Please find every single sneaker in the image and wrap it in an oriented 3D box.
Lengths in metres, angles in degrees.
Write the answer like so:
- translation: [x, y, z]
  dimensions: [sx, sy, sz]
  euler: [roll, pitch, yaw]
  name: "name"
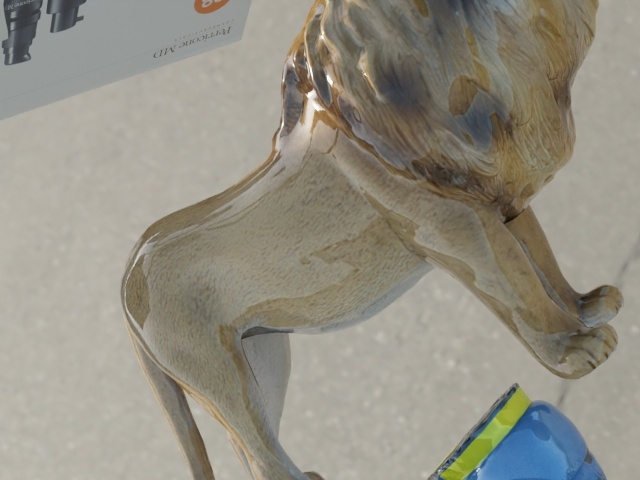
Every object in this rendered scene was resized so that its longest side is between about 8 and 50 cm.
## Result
- translation: [0.098, 0.137, 0.924]
  dimensions: [0.069, 0.082, 0.209]
  euler: [-49, -5, -18]
  name: "sneaker"

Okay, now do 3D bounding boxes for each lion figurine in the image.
- translation: [0.000, 0.000, 0.887]
  dimensions: [0.392, 0.240, 0.142]
  euler: [-38, 3, 23]
  name: "lion figurine"

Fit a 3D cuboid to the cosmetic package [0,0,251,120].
- translation: [-0.215, -0.234, 1.430]
  dimensions: [0.097, 0.377, 0.284]
  euler: [55, 150, 22]
  name: "cosmetic package"
